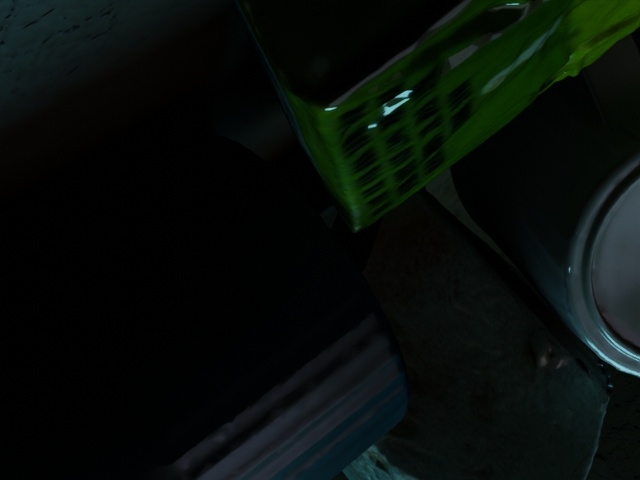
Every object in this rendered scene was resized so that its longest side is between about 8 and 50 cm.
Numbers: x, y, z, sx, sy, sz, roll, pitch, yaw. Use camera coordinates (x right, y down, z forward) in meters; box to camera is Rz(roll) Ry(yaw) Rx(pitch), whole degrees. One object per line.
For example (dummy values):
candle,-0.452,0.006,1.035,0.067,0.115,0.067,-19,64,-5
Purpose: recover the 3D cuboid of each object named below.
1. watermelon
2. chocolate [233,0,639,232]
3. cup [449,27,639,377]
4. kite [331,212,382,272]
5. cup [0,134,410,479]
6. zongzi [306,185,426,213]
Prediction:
watermelon,0.113,0.129,1.266,0.228,0.258,0.387,-42,130,-1
chocolate,0.088,-0.159,0.898,0.289,0.137,0.301,-36,169,-3
cup,0.234,-0.068,1.248,0.208,0.273,0.288,0,113,-13
kite,0.038,-0.060,1.105,0.127,0.016,0.229,-35,-146,63
cup,-0.107,0.125,1.025,0.292,0.308,0.242,-37,-159,-18
zongzi,-0.003,0.000,1.322,0.205,0.094,0.204,-27,153,-31
